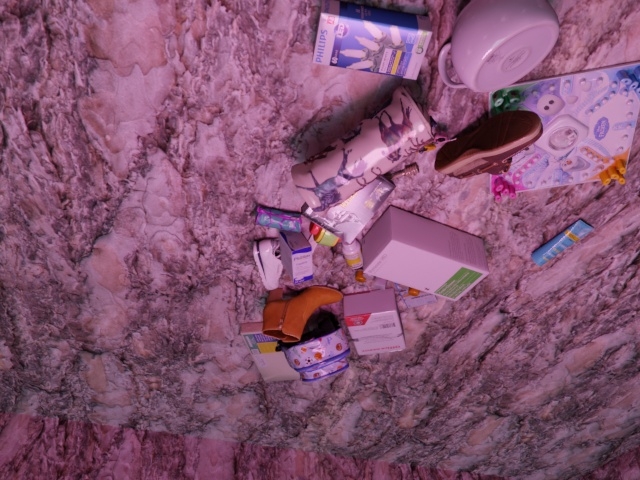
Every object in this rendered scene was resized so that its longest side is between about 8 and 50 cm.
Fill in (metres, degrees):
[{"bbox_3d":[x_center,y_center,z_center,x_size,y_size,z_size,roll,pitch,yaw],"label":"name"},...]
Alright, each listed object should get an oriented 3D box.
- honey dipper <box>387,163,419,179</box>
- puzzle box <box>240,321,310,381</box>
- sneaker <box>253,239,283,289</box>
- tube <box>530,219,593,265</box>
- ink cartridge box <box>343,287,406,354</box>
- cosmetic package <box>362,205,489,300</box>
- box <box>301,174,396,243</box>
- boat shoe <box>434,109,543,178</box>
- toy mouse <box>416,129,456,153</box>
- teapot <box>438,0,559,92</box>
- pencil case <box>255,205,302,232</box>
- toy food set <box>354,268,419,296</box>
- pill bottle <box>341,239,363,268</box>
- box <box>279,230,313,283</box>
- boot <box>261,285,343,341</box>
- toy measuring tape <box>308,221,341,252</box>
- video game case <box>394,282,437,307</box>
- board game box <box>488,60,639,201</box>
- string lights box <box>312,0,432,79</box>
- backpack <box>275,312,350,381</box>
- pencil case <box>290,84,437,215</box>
[{"bbox_3d":[0.217,-0.191,1.704,0.161,0.030,0.030,-17,135,24],"label":"honey dipper"},{"bbox_3d":[-0.155,0.474,2.425,0.273,0.052,0.408,-6,137,8],"label":"puzzle box"},{"bbox_3d":[-0.166,0.089,1.982,0.095,0.090,0.235,-12,138,1],"label":"sneaker"},{"bbox_3d":[0.802,0.007,1.897,0.080,0.052,0.207,20,130,-35],"label":"tube"},{"bbox_3d":[0.212,0.318,2.198,0.197,0.114,0.272,-9,136,10],"label":"ink cartridge box"},{"bbox_3d":[0.340,0.048,1.871,0.366,0.155,0.197,16,138,-17],"label":"cosmetic package"},{"bbox_3d":[0.080,-0.127,1.682,0.183,0.056,0.231,32,110,-17],"label":"box"},{"bbox_3d":[0.463,-0.239,1.523,0.123,0.123,0.342,29,152,-25],"label":"boat shoe"},{"bbox_3d":[0.294,-0.279,1.561,0.161,0.031,0.143,-12,168,9],"label":"toy mouse"},{"bbox_3d":[0.389,-0.471,1.285,0.256,0.187,0.252,-30,159,8],"label":"teapot"},{"bbox_3d":[-0.133,-0.069,1.818,0.152,0.064,0.070,10,153,-10],"label":"pencil case"},{"bbox_3d":[0.245,0.110,2.007,0.233,0.104,0.111,12,153,14],"label":"toy food set"},{"bbox_3d":[0.109,0.037,1.928,0.065,0.065,0.116,-10,136,12],"label":"pill bottle"},{"bbox_3d":[-0.080,0.049,1.871,0.072,0.126,0.137,-15,127,-18],"label":"box"},{"bbox_3d":[-0.064,0.275,2.086,0.296,0.211,0.104,1,138,0],"label":"boot"},{"bbox_3d":[0.000,0.000,1.855,0.122,0.121,0.330,16,136,-15],"label":"toy measuring tape"},{"bbox_3d":[0.360,0.193,2.131,0.119,0.015,0.166,-15,135,18],"label":"video game case"},{"bbox_3d":[0.671,-0.281,1.576,0.391,0.050,0.389,-8,137,10],"label":"board game box"},{"bbox_3d":[0.119,-0.477,1.353,0.260,0.076,0.133,7,139,-6],"label":"string lights box"},{"bbox_3d":[-0.010,0.415,2.133,0.277,0.213,0.263,-25,171,-11],"label":"backpack"},{"bbox_3d":[0.104,-0.230,1.503,0.411,0.183,0.160,-34,118,21],"label":"pencil case"}]
